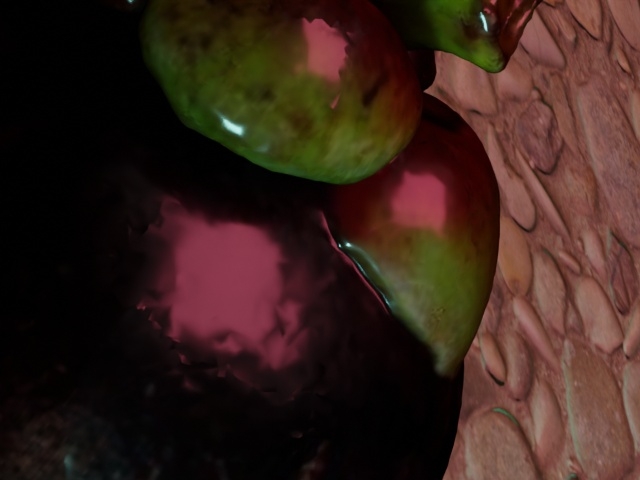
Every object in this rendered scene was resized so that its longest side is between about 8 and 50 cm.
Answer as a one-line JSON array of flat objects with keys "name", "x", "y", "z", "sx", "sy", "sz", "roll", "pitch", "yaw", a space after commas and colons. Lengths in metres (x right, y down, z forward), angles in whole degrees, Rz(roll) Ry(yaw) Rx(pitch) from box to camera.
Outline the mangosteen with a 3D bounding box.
[{"name": "mangosteen", "x": -0.091, "y": 0.001, "z": 0.766, "sx": 0.382, "sy": 0.435, "sz": 0.382, "roll": 20, "pitch": 38, "yaw": -17}]
